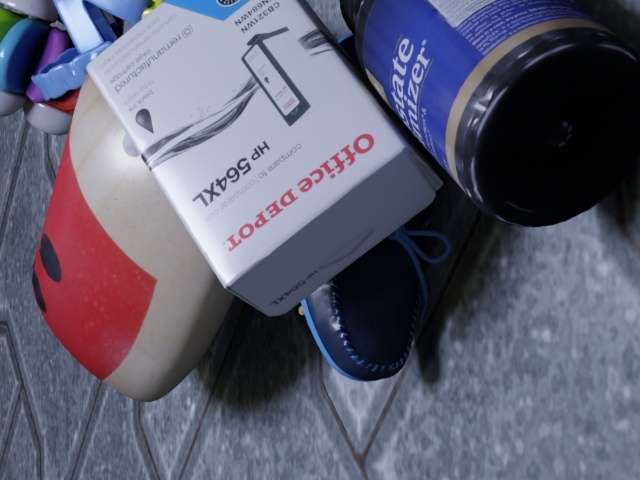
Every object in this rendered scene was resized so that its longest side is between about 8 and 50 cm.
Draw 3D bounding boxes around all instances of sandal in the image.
[{"bbox_3d":[-0.212,-0.248,1.412,0.126,0.138,0.317,-103,23,-77],"label":"sandal"}]

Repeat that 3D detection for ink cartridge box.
[{"bbox_3d":[-0.039,-0.076,0.922,0.148,0.086,0.203,-38,64,6],"label":"ink cartridge box"}]

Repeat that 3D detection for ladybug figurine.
[{"bbox_3d":[-0.151,-0.027,1.195,0.449,0.161,0.305,122,161,-57],"label":"ladybug figurine"}]

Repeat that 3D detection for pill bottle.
[{"bbox_3d":[0.095,-0.113,0.843,0.219,0.122,0.123,55,135,50],"label":"pill bottle"}]

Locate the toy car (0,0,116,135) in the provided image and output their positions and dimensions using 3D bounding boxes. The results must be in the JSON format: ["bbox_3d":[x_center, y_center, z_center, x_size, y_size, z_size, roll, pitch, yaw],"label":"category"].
[{"bbox_3d":[-0.309,-0.200,1.578,0.136,0.182,0.159,37,106,53],"label":"toy car"}]

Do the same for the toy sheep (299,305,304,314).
[{"bbox_3d":[0.000,0.000,1.057,0.091,0.091,0.132,-47,48,52],"label":"toy sheep"}]

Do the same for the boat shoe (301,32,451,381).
[{"bbox_3d":[0.033,-0.032,0.980,0.089,0.109,0.258,-22,71,57],"label":"boat shoe"}]
